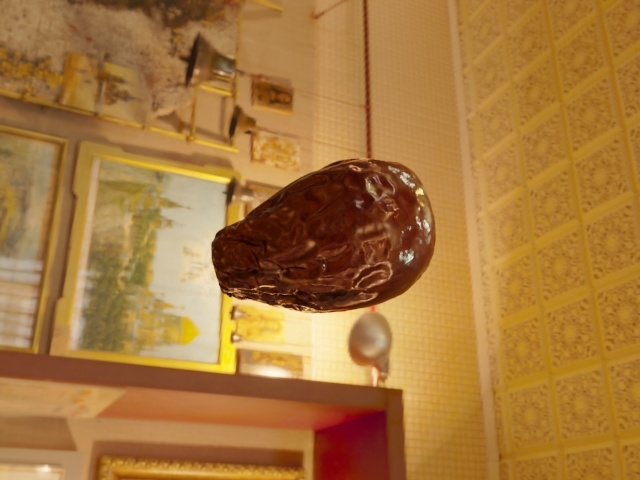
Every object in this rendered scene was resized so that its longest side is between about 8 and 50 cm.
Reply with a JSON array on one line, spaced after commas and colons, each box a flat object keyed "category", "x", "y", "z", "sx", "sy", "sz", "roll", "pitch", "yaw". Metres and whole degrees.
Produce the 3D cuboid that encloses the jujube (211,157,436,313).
[{"category": "jujube", "x": 0.000, "y": 0.000, "z": 0.757, "sx": 0.168, "sy": 0.237, "sz": 0.168, "roll": -12, "pitch": 90, "yaw": -84}]
